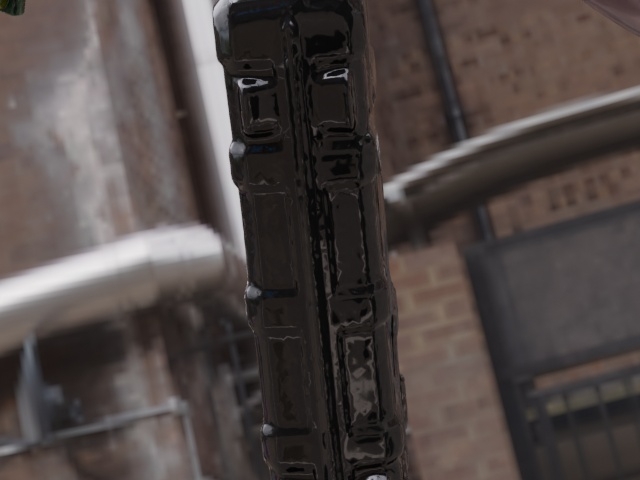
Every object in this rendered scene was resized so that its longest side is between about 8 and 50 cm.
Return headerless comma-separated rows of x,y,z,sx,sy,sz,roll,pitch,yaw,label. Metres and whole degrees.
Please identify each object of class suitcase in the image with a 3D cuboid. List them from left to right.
0.001,0.000,0.855,0.066,0.285,0.206,-5,18,3,suitcase

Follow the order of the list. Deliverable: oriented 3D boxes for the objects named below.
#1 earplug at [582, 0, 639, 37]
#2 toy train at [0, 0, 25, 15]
0.175,-0.107,0.578,0.301,0.172,0.172,11,-26,-22,earplug
-0.246,-0.170,1.172,0.081,0.050,0.122,22,24,33,toy train
